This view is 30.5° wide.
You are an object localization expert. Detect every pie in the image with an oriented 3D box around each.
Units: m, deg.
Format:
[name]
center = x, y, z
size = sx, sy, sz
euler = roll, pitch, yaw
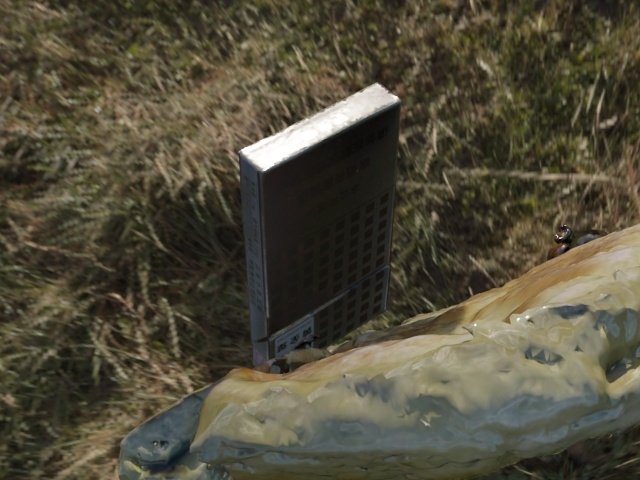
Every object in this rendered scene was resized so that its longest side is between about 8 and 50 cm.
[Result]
[pie]
center = 0.062, 0.061, 0.555
size = 0.337, 0.337, 0.075
euler = -20, 85, 7

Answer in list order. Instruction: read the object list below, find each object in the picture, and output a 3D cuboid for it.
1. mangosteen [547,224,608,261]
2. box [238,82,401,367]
[mangosteen]
center = 0.294, 0.043, 1.253
size = 0.140, 0.140, 0.140
euler = -2, 78, 11
[box]
center = 0.001, 0.000, 1.261
size = 0.180, 0.325, 0.047
euler = -30, 52, -26
